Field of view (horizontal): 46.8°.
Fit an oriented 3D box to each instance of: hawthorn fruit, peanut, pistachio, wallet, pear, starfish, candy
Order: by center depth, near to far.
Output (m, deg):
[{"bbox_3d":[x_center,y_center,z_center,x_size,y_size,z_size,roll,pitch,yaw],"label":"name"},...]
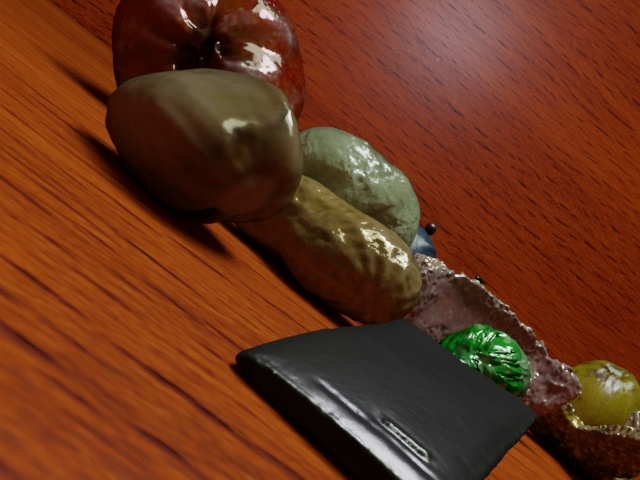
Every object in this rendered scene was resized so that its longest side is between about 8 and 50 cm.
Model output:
[{"bbox_3d":[0.054,0.088,0.432,0.124,0.025,0.244,36,13,22],"label":"wallet"},{"bbox_3d":[-0.098,-0.088,0.619,0.206,0.131,0.129,36,-7,43],"label":"pistachio"},{"bbox_3d":[0.102,0.112,0.632,0.097,0.097,0.323,40,12,30],"label":"candy"},{"bbox_3d":[0.000,0.000,0.724,0.226,0.095,0.108,37,20,25],"label":"peanut"},{"bbox_3d":[0.349,0.225,0.984,0.384,0.132,0.398,46,3,34],"label":"starfish"},{"bbox_3d":[-0.153,-0.234,1.034,0.284,0.284,0.284,38,4,-3],"label":"hawthorn fruit"},{"bbox_3d":[0.453,0.278,1.221,0.148,0.162,0.149,27,10,-5],"label":"pear"}]

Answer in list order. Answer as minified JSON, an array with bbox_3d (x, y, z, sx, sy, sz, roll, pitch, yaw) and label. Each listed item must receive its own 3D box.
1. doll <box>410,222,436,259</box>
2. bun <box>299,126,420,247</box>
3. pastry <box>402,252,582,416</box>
[{"bbox_3d":[0.052,-0.009,1.096,0.258,0.154,0.228,31,8,-7],"label":"doll"},{"bbox_3d":[0.014,-0.033,0.850,0.195,0.118,0.195,24,-32,16],"label":"bun"},{"bbox_3d":[0.168,0.109,0.836,0.265,0.103,0.112,39,-9,-19],"label":"pastry"}]
